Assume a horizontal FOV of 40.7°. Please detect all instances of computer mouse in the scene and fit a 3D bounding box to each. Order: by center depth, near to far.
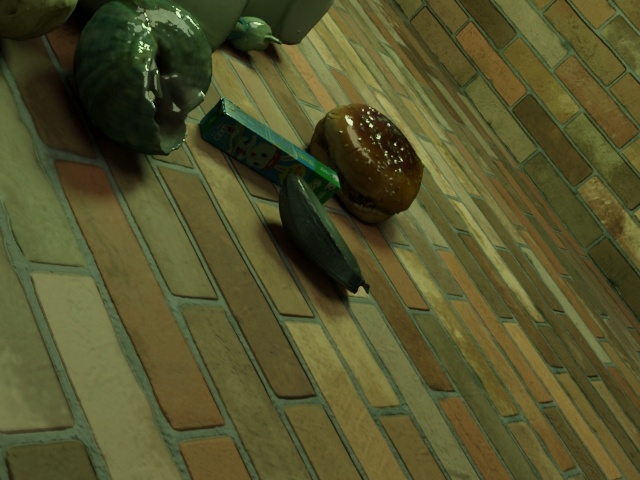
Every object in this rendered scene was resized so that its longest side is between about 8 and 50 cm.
[{"bbox_3d":[-0.006,0.002,1.368,0.229,0.068,0.113,58,10,-2],"label":"computer mouse"}]

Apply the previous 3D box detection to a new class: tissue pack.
[{"bbox_3d":[-0.142,-0.592,1.868,0.333,0.229,0.236,18,28,-50],"label":"tissue pack"}]

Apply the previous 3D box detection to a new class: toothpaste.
[{"bbox_3d":[-0.082,-0.145,1.468,0.266,0.065,0.050,31,28,-34],"label":"toothpaste"}]

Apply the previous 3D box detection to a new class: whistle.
[{"bbox_3d":[-0.186,-0.432,1.743,0.235,0.077,0.114,10,13,-47],"label":"whistle"}]

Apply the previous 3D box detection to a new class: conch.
[{"bbox_3d":[-0.242,-0.235,1.219,0.220,0.195,0.277,64,-4,-12],"label":"conch"}]

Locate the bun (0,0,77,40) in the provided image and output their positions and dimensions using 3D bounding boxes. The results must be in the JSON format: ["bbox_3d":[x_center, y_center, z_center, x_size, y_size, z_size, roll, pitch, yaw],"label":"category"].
[{"bbox_3d":[-0.425,-0.335,1.091,0.220,0.134,0.220,33,23,-16],"label":"bun"}]

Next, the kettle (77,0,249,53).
[{"bbox_3d":[-0.309,-0.507,1.368,0.376,0.250,0.361,29,51,-35],"label":"kettle"}]

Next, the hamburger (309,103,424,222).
[{"bbox_3d":[0.098,-0.152,1.708,0.286,0.146,0.243,22,41,-49],"label":"hamburger"}]
